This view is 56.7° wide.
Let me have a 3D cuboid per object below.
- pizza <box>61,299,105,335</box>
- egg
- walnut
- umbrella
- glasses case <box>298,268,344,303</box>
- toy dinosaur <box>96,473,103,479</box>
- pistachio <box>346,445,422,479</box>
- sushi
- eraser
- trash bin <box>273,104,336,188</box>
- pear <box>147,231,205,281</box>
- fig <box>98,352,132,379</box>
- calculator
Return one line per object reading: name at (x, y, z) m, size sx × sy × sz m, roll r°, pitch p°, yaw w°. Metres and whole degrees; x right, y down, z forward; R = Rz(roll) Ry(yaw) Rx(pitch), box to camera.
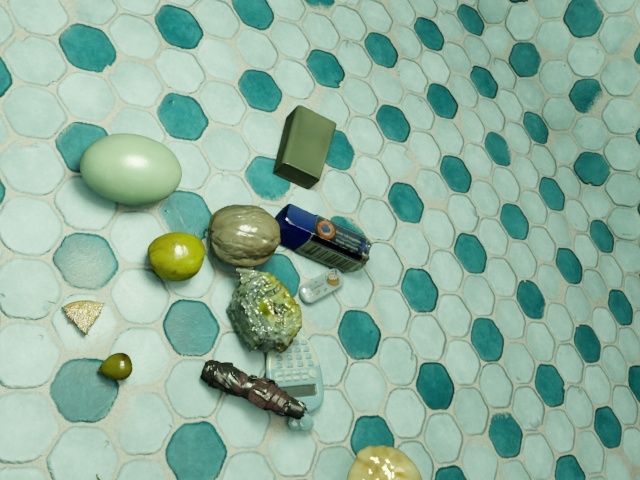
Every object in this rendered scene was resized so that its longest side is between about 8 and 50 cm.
pizza at (-0.648, 0.196, 1.598) m, size 0.099 × 0.029 × 0.100 m, roll 25°, pitch 58°, yaw -11°
egg at (-0.539, -0.204, 1.702) m, size 0.282 × 0.203 × 0.203 m, roll 2°, pitch 71°, yaw -28°
walnut at (-0.231, -0.015, 1.808) m, size 0.224 × 0.224 × 0.224 m, roll 11°, pitch 67°, yaw -27°
umbrella at (-0.189, 0.430, 1.711) m, size 0.326 × 0.090 × 0.094 m, roll 23°, pitch 85°, yaw -6°
glasses case at (0.005, 0.151, 1.981) m, size 0.178 × 0.045 × 0.067 m, roll -27°, pitch 87°, yaw -35°
toy dinosaur at (-0.537, 0.643, 1.493) m, size 0.060 × 0.029 × 0.120 m, roll -38°, pitch 90°, yaw -18°
pistachio at (0.205, 0.760, 1.759) m, size 0.229 × 0.238 × 0.321 m, roll -30°, pitch 91°, yaw 1°
sushi at (-0.177, 0.211, 1.787) m, size 0.184 × 0.139 × 0.274 m, roll -22°, pitch 70°, yaw -38°
eraser at (0.000, 0.000, 1.974) m, size 0.332 × 0.155 × 0.102 m, roll 25°, pitch 59°, yaw -19°
trash bin at (-0.060, -0.326, 2.082) m, size 0.164 × 0.122 × 0.241 m, roll 24°, pitch 63°, yaw -20°
pear at (-0.417, 0.047, 1.713) m, size 0.162 × 0.149 × 0.149 m, roll 0°, pitch 72°, yaw -22°
fig at (-0.545, 0.337, 1.577) m, size 0.087 × 0.074 × 0.074 m, roll -7°, pitch 74°, yaw -4°
calculator at (-0.079, 0.431, 1.829) m, size 0.188 × 0.042 × 0.303 m, roll 3°, pitch 70°, yaw -30°
